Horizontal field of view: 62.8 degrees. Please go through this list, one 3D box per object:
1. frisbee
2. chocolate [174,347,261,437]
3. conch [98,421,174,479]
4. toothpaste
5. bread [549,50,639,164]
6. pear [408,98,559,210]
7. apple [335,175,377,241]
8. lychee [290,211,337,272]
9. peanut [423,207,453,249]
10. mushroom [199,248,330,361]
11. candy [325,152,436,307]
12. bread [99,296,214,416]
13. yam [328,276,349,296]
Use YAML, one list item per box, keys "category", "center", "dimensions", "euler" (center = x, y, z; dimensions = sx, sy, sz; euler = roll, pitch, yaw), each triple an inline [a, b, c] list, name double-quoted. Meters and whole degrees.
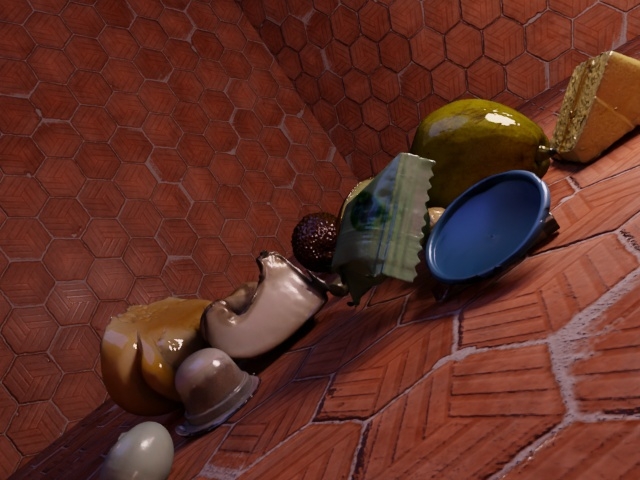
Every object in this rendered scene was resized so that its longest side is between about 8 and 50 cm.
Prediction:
- category: "frisbee"
  center: [0.284, -0.017, 0.898]
  dimensions: [0.242, 0.045, 0.242]
  euler: [-38, 26, 23]
- category: "chocolate"
  center: [-0.259, 0.326, 1.186]
  dimensions: [0.221, 0.147, 0.221]
  euler: [-37, 8, 6]
- category: "conch"
  center: [-0.353, 0.427, 0.970]
  dimensions: [0.185, 0.121, 0.221]
  euler: [-41, 1, -26]
- category: "toothpaste"
  center: [0.296, 0.032, 0.903]
  dimensions: [0.239, 0.039, 0.062]
  euler: [-36, 15, 14]
- category: "bread"
  center: [0.653, -0.269, 1.201]
  dimensions: [0.263, 0.198, 0.236]
  euler: [-48, -20, -76]
- category: "pear"
  center: [0.378, -0.196, 1.252]
  dimensions: [0.375, 0.287, 0.287]
  euler: [2, 31, 45]
- category: "apple"
  center: [0.171, -0.070, 1.735]
  dimensions: [0.346, 0.179, 0.254]
  euler: [-50, -27, -24]
- category: "lychee"
  center: [0.000, 0.000, 2.028]
  dimensions: [0.236, 0.236, 0.271]
  euler: [-34, 43, 10]
- category: "peanut"
  center: [0.261, -0.009, 1.112]
  dimensions: [0.101, 0.117, 0.263]
  euler: [-57, 6, 9]
- category: "mushroom"
  center: [-0.179, 0.221, 1.466]
  dimensions: [0.313, 0.224, 0.397]
  euler: [-47, -1, -22]
- category: "candy"
  center: [0.120, 0.000, 1.130]
  dimensions: [0.398, 0.172, 0.263]
  euler: [103, -174, -74]
- category: "bread"
  center: [-0.418, 0.294, 1.489]
  dimensions: [0.245, 0.329, 0.424]
  euler: [-33, -1, 23]
- category: "yam"
  center: [0.078, 0.114, 1.510]
  dimensions: [0.054, 0.054, 0.132]
  euler: [-30, 6, 46]
